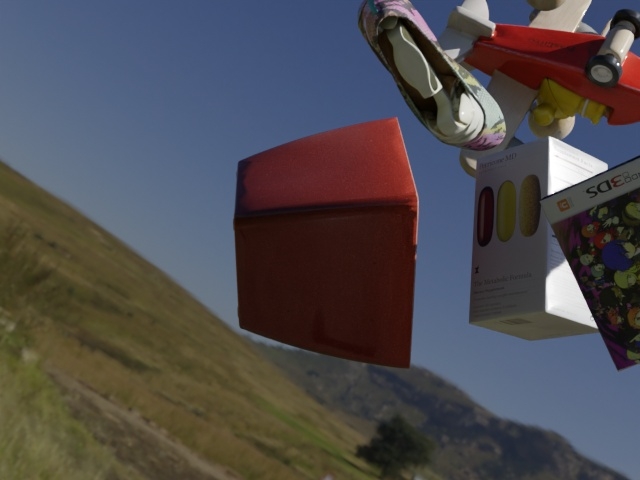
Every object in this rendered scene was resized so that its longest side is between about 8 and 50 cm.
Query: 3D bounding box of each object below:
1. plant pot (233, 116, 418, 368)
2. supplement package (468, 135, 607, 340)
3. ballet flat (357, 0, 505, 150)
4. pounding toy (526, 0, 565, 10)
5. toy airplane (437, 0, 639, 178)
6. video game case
[{"bbox_3d":[0.000,0.000,1.390,0.235,0.267,0.267,-1,30,-2],"label":"plant pot"},{"bbox_3d":[0.301,0.002,1.373,0.133,0.244,0.139,18,-21,-36],"label":"supplement package"},{"bbox_3d":[0.114,-0.156,1.011,0.221,0.076,0.079,47,24,-26],"label":"ballet flat"},{"bbox_3d":[0.304,-0.376,1.152,0.110,0.237,0.183,15,-50,-7],"label":"pounding toy"},{"bbox_3d":[0.381,-0.287,1.784,0.272,0.386,0.384,69,0,-48],"label":"toy airplane"},{"bbox_3d":[0.404,0.013,1.179,0.232,0.210,0.042,66,25,1],"label":"video game case"}]
